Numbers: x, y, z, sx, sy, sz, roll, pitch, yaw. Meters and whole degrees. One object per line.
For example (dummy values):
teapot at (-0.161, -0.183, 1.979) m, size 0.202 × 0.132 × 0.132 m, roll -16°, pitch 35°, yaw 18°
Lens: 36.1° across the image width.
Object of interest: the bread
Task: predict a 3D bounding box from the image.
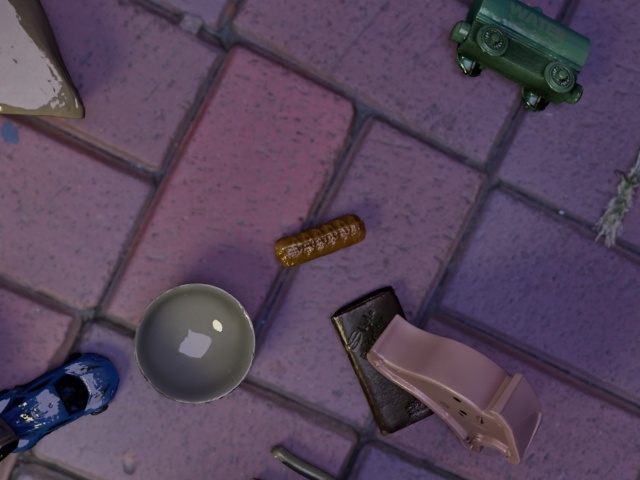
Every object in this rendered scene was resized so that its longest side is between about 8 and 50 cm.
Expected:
bread at (0.000, 0.000, 1.609) m, size 0.157 × 0.044 × 0.052 m, roll -20°, pitch 90°, yaw -11°

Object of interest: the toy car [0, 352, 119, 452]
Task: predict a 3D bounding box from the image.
toy car at (-0.416, 0.252, 1.528) m, size 0.216 × 0.063 × 0.103 m, roll -27°, pitch 96°, yaw -9°

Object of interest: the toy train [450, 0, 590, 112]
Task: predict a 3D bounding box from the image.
toy train at (0.340, -0.325, 1.646) m, size 0.248 × 0.101 × 0.159 m, roll 27°, pitch 71°, yaw -11°

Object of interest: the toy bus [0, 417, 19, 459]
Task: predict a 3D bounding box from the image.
toy bus at (-0.534, 0.330, 1.480) m, size 0.172 × 0.057 × 0.072 m, roll -39°, pitch 84°, yaw 18°

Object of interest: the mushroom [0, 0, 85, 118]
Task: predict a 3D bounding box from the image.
mushroom at (-0.493, -0.347, 1.457) m, size 0.154 × 0.137 × 0.408 m, roll -21°, pitch 93°, yaw 2°

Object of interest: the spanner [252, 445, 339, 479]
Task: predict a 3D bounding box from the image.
spanner at (0.037, 0.455, 1.636) m, size 0.324 × 0.040 × 0.096 m, roll 34°, pitch 86°, yaw -9°

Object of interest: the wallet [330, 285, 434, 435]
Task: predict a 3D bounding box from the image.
wallet at (0.113, 0.202, 1.645) m, size 0.121 × 0.031 × 0.232 m, roll -25°, pitch 97°, yaw -10°

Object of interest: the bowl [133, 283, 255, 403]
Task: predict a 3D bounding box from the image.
bowl at (-0.199, 0.159, 1.556) m, size 0.189 × 0.086 × 0.189 m, roll 0°, pitch 92°, yaw -9°

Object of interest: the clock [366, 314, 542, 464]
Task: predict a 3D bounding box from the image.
clock at (0.223, 0.249, 1.580) m, size 0.275 × 0.290 × 0.080 m, roll 26°, pitch 69°, yaw 32°
